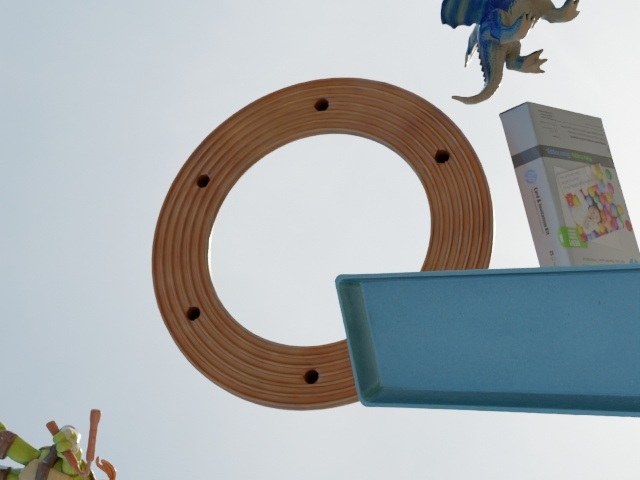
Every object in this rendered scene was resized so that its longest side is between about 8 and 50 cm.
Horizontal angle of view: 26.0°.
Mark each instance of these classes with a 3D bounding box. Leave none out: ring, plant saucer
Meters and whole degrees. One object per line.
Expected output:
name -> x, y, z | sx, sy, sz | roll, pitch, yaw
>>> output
ring -> 0.000, 0.000, 1.311 | 0.032, 0.337, 0.336 | 54, -142, -61
plant saucer -> 0.090, 0.042, 0.608 | 0.018, 0.192, 0.067 | -22, -75, -50

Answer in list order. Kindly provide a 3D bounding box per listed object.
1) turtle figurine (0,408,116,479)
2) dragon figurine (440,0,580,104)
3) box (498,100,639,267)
turtle figurine -> -0.315, 0.257, 1.581 | 0.087, 0.217, 0.269 | -55, -22, -49
dragon figurine -> 0.190, -0.245, 1.548 | 0.289, 0.144, 0.085 | -57, -43, -22
box -> 0.247, -0.036, 1.345 | 0.145, 0.038, 0.186 | 5, -111, -49
